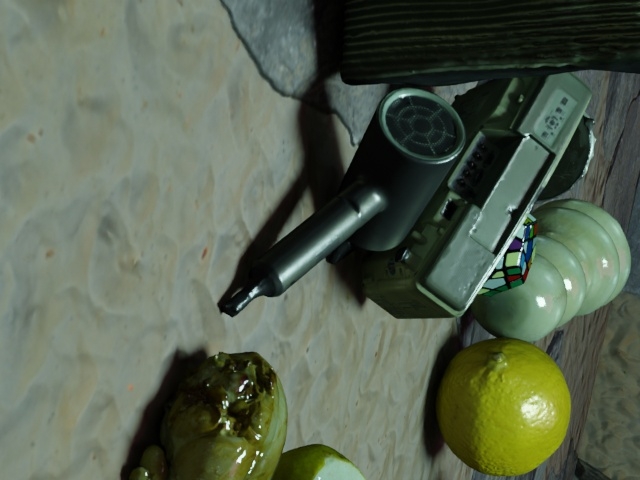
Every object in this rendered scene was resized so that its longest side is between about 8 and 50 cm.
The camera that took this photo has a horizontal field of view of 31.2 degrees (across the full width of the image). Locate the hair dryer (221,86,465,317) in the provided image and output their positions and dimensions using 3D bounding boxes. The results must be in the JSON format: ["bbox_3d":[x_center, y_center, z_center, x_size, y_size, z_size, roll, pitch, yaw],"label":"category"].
[{"bbox_3d":[0.000,0.000,0.955,0.248,0.078,0.196,-37,165,-33],"label":"hair dryer"}]

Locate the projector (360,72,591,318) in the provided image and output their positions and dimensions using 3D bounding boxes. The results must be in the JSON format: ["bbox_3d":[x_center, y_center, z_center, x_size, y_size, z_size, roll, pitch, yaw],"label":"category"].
[{"bbox_3d":[0.139,-0.051,1.135,0.270,0.088,0.193,-58,-166,-15],"label":"projector"}]

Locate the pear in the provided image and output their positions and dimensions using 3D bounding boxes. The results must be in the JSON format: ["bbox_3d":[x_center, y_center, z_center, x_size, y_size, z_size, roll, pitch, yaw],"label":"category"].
[{"bbox_3d":[-0.022,0.242,0.965,0.141,0.104,0.141,21,64,-51],"label":"pear"}]

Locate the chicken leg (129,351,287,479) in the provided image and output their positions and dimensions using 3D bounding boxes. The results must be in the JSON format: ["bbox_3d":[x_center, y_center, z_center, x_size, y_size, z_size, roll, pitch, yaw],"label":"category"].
[{"bbox_3d":[-0.087,0.183,0.809,0.103,0.088,0.228,63,48,-72],"label":"chicken leg"}]

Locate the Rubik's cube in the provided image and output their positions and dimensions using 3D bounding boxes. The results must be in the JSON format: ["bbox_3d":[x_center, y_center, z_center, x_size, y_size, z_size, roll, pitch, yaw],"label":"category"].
[{"bbox_3d":[0.199,0.003,1.383,0.133,0.111,0.133,10,90,-69],"label":"Rubik's cube"}]

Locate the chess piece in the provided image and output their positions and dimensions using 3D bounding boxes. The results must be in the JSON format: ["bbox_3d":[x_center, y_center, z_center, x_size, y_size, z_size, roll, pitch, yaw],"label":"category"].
[{"bbox_3d":[0.318,0.055,1.648,0.330,0.182,0.182,-24,123,-58],"label":"chess piece"}]

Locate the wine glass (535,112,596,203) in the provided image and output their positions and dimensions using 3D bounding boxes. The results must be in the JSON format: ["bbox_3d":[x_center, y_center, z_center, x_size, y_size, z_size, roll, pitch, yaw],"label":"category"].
[{"bbox_3d":[0.301,-0.130,1.544,0.232,0.156,0.156,-15,114,-70],"label":"wine glass"}]

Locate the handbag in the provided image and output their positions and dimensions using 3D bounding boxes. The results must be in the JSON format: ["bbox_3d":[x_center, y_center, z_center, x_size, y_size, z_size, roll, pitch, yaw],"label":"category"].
[{"bbox_3d":[0.182,-0.250,0.953,0.247,0.340,0.240,-10,99,-53],"label":"handbag"}]

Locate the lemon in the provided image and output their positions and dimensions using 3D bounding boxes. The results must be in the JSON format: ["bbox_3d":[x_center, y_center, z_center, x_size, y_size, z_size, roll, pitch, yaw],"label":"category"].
[{"bbox_3d":[0.238,0.213,1.502,0.203,0.178,0.178,77,32,-44],"label":"lemon"}]
